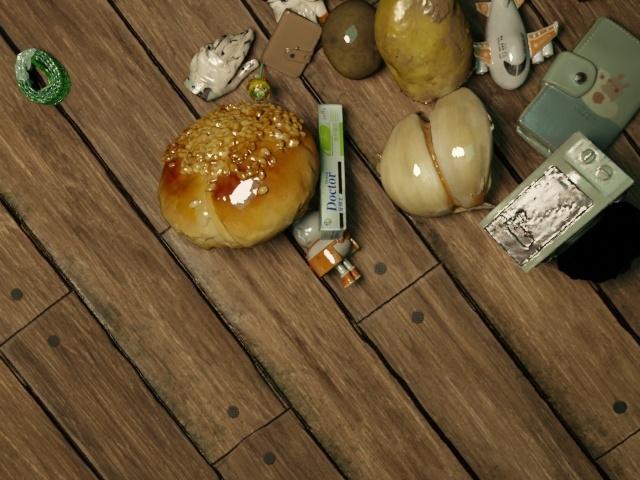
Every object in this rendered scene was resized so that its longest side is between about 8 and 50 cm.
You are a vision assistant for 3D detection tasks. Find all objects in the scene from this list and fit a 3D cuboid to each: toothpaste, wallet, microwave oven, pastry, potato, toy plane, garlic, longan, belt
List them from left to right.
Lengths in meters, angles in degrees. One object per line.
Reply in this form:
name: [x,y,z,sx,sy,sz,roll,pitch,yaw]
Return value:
belt: [-0.741,-0.434,1.475,0.121,0.079,0.151,-25,92,5]
pastry: [-0.198,-0.166,1.327,0.409,0.409,0.245,-20,135,5]
wallet: [-0.072,-0.493,1.412,0.118,0.039,0.152,18,124,-23]
toothpaste: [0.025,-0.173,1.395,0.067,0.081,0.336,-1,73,-2]
longan: [0.084,-0.493,1.381,0.167,0.167,0.187,-17,96,5]
potato: [0.229,-0.484,1.276,0.229,0.266,0.229,-8,69,22]
garlic: [0.303,-0.207,1.387,0.286,0.249,0.313,-2,106,42]
toy plane: [0.462,-0.498,1.384,0.245,0.117,0.244,0,94,2]
microwave oven: [0.557,-0.084,1.312,0.181,0.237,0.295,49,113,15]
wallet: [0.675,-0.364,1.403,0.252,0.083,0.360,36,94,-6]

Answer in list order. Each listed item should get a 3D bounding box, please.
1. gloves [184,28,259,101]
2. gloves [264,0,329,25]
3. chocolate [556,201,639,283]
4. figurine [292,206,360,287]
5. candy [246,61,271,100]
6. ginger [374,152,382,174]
gloves: [-0.248,-0.459,1.435,0.127,0.111,0.212,42,104,4]
gloves: [-0.077,-0.616,1.405,0.219,0.131,0.140,15,140,-29]
chocolate: [0.717,0.012,1.421,0.177,0.206,0.224,22,111,-43]
figurine: [0.008,-0.002,1.441,0.143,0.143,0.271,-25,95,5]
candy: [-0.149,-0.409,1.399,0.060,0.201,0.060,-1,129,-2]
ginger: [0.175,-0.189,1.468,0.097,0.030,0.048,40,98,-3]
